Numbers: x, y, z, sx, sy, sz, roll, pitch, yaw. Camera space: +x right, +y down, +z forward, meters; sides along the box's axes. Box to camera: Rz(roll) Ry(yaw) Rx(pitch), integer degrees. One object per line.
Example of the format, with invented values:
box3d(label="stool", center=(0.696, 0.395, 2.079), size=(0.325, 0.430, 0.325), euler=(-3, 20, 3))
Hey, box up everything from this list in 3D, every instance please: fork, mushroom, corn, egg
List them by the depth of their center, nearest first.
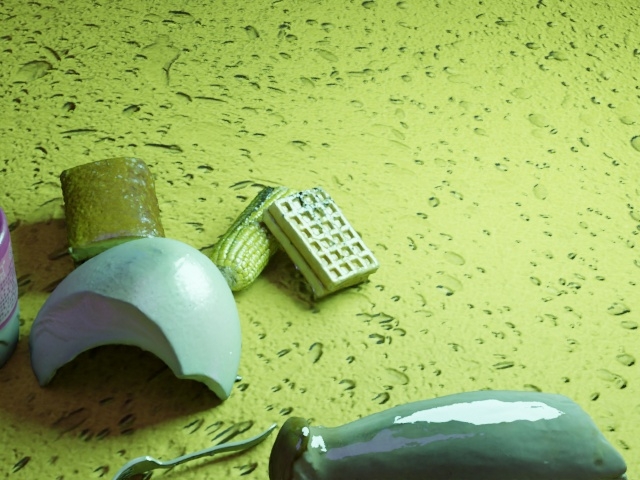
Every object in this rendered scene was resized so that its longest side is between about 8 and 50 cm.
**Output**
box3d(label="mushroom", center=(0.142, 0.241, 1.666), size=(0.407, 0.137, 0.154), euler=(1, 54, -12))
box3d(label="fork", center=(-0.149, 0.248, 1.711), size=(0.219, 0.034, 0.028), euler=(-18, 54, -22))
box3d(label="egg", center=(-0.220, 0.076, 1.805), size=(0.271, 0.162, 0.206), euler=(11, 43, 8))
box3d(label="corn", center=(-0.086, -0.007, 1.978), size=(0.072, 0.072, 0.203), euler=(19, 43, 18))

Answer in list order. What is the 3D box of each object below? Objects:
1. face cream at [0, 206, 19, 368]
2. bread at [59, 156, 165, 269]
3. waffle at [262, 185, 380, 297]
box3d(label="face cream", center=(-0.459, 0.055, 1.789), size=(0.175, 0.195, 0.175), euler=(1, 43, -1))
box3d(label="bread", center=(-0.276, -0.026, 1.960), size=(0.132, 0.103, 0.172), euler=(-10, 43, -8))
box3d(label="waffle", center=(0.000, 0.000, 1.948), size=(0.102, 0.042, 0.148), euler=(-20, 68, -41))
